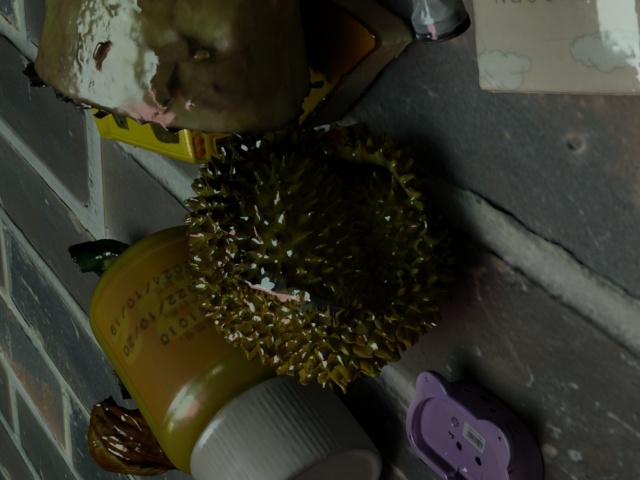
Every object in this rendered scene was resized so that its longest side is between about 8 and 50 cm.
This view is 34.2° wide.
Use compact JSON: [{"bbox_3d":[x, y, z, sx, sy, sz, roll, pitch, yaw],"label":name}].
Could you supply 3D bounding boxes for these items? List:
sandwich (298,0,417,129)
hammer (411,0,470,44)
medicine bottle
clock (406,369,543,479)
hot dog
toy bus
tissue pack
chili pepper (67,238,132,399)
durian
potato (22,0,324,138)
[{"bbox_3d":[0.004,-0.221,1.045,0.193,0.058,0.163,-38,71,59],"label":"sandwich"},{"bbox_3d":[0.005,-0.280,0.951,0.152,0.044,0.427,64,170,-25],"label":"hammer"},{"bbox_3d":[-0.107,0.174,1.250,0.384,0.224,0.224,50,142,37],"label":"medicine bottle"},{"bbox_3d":[0.150,0.190,1.007,0.152,0.050,0.110,37,134,45],"label":"clock"},{"bbox_3d":[-0.288,0.313,1.659,0.259,0.175,0.114,146,133,-66],"label":"hot dog"},{"bbox_3d":[-0.182,-0.178,1.280,0.330,0.152,0.144,20,121,54],"label":"toy bus"},{"bbox_3d":[0.171,-0.266,0.731,0.170,0.071,0.326,12,115,50],"label":"tissue pack"},{"bbox_3d":[-0.302,0.120,1.675,0.148,0.116,0.265,-7,98,48],"label":"chili pepper"},{"bbox_3d":[-0.010,0.005,1.007,0.293,0.258,0.258,65,149,25],"label":"durian"},{"bbox_3d":[-0.126,-0.261,0.936,0.288,0.301,0.237,16,119,12],"label":"potato"}]
